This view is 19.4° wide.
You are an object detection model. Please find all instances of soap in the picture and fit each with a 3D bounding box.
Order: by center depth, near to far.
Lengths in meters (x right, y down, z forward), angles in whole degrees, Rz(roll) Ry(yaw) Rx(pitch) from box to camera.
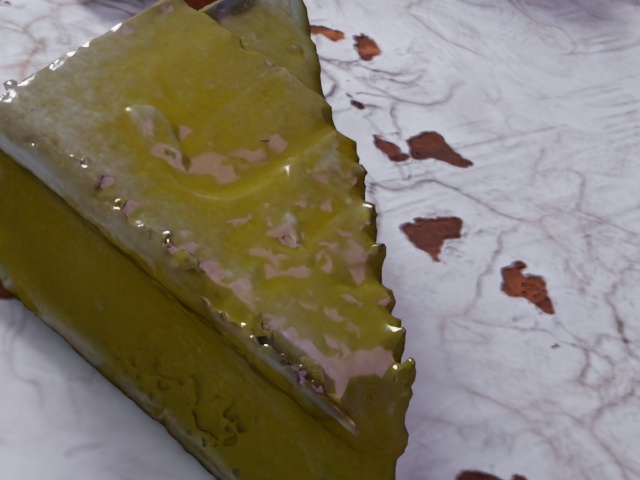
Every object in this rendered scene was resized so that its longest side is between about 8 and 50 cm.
[{"bbox_3d":[0.000,0.000,1.161,0.339,0.169,0.304,39,50,19],"label":"soap"}]
